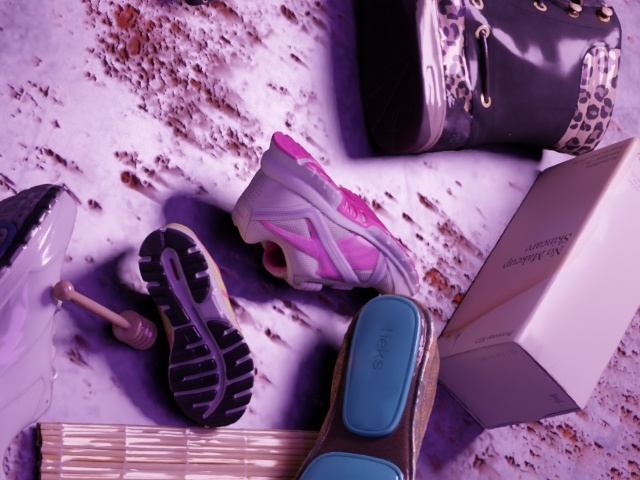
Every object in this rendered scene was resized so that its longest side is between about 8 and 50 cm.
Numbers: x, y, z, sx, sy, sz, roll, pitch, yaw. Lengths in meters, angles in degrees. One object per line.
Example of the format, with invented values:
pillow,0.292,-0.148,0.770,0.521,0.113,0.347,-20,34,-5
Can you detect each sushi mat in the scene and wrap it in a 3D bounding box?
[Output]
sushi mat,-0.122,0.248,1.615,0.316,0.019,0.151,6,74,-35

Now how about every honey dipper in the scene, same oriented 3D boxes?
honey dipper,-0.195,0.066,1.550,0.161,0.030,0.030,37,53,-63

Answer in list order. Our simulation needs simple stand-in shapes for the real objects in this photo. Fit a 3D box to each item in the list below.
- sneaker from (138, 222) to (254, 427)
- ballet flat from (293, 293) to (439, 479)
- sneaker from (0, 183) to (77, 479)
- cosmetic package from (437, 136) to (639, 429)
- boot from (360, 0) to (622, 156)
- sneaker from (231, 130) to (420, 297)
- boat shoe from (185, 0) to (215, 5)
sneaker,-0.112,0.074,1.631,0.081,0.094,0.208,-13,106,1
ballet flat,0.044,0.219,1.677,0.123,0.123,0.348,33,58,-25
sneaker,-0.282,0.086,1.505,0.129,0.111,0.297,42,60,-39
cosmetic package,0.259,0.045,1.856,0.113,0.160,0.309,47,55,-16
boot,0.188,-0.269,1.894,0.284,0.138,0.377,5,79,-34
sneaker,0.000,0.000,1.725,0.111,0.103,0.252,-45,127,5
boat shoe,-0.089,-0.268,1.756,0.133,0.049,0.042,-24,121,-44
